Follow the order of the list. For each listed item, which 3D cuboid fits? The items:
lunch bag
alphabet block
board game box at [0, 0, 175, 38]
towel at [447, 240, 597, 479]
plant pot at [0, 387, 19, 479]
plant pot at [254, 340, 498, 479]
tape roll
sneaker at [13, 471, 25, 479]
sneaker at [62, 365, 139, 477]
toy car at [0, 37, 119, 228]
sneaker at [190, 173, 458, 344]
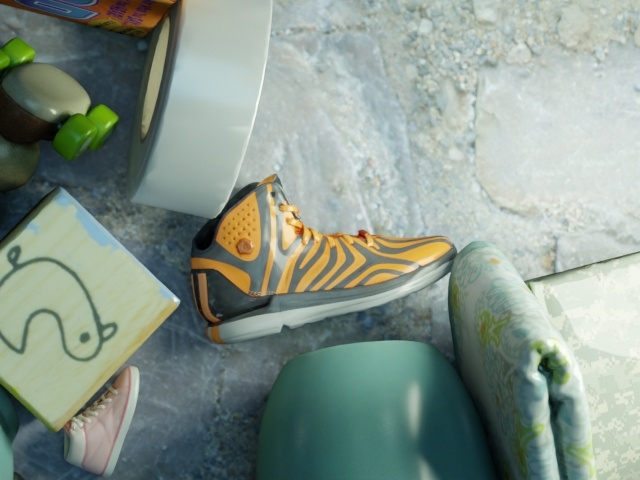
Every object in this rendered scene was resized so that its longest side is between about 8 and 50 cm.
[{"bbox_3d":[0.373,0.165,1.950,0.235,0.169,0.287,-14,87,-14],"label":"lunch bag"},{"bbox_3d":[-0.300,0.075,1.776,0.192,0.193,0.197,44,80,-7],"label":"alphabet block"},{"bbox_3d":[-0.300,-0.453,1.705,0.356,0.356,0.356,13,85,-13],"label":"board game box"},{"bbox_3d":[0.237,0.219,1.799,0.090,0.320,0.375,-14,110,-6],"label":"towel"},{"bbox_3d":[-0.447,0.230,1.713,0.293,0.293,0.196,40,53,-10],"label":"plant pot"},{"bbox_3d":[0.057,0.246,1.820,0.293,0.293,0.235,-3,74,-14],"label":"plant pot"},{"bbox_3d":[-0.138,-0.172,1.775,0.100,0.286,0.286,12,86,-12],"label":"tape roll"},{"bbox_3d":[-0.352,0.415,1.801,0.162,0.106,0.281,-24,95,-10],"label":"sneaker"},{"bbox_3d":[-0.259,0.205,1.854,0.070,0.051,0.134,19,88,-18],"label":"sneaker"},{"bbox_3d":[-0.354,-0.109,1.820,0.155,0.149,0.188,38,107,2],"label":"toy car"},{"bbox_3d":[0.000,0.000,1.885,0.321,0.124,0.180,-15,93,-14],"label":"sneaker"}]
